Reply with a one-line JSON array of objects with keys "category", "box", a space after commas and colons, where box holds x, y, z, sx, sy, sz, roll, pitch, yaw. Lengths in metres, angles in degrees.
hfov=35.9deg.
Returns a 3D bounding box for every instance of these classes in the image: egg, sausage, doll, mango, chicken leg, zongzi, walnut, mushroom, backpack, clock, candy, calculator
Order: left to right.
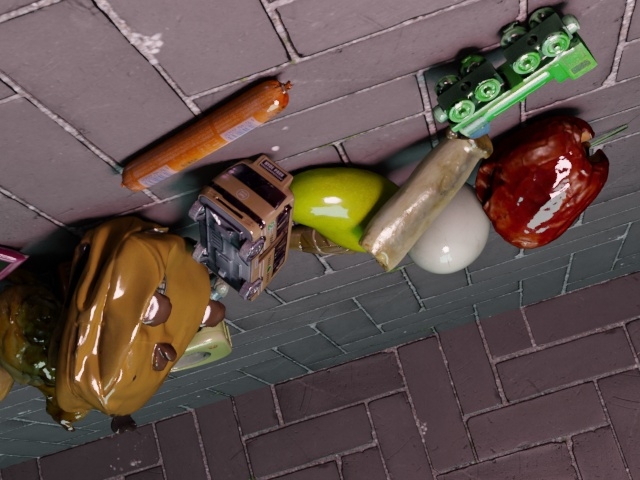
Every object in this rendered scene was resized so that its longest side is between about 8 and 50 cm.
[{"category": "calculator", "box": [-0.620, 0.038, 1.728, 0.191, 0.034, 0.127, 9, 151, -43]}, {"category": "chicken leg", "box": [-0.531, 0.243, 1.931, 0.153, 0.201, 0.429, -45, 153, -27]}, {"category": "backpack", "box": [-0.341, 0.150, 1.799, 0.201, 0.377, 0.353, 17, -179, 19]}, {"category": "clock", "box": [-0.393, 0.281, 2.598, 0.308, 0.096, 0.235, -15, 164, -4]}, {"category": "doll", "box": [-0.296, 0.133, 2.255, 0.214, 0.071, 0.103, -19, 162, 21]}, {"category": "sausage", "box": [-0.177, -0.154, 1.486, 0.348, 0.053, 0.053, -26, 161, 29]}, {"category": "zongzi", "box": [0.000, 0.000, 2.116, 0.176, 0.078, 0.160, -10, 166, 17]}, {"category": "mango", "box": [0.050, -0.064, 1.851, 0.293, 0.142, 0.175, 15, 148, -42]}, {"category": "mushroom", "box": [0.190, -0.088, 1.784, 0.312, 0.081, 0.100, -50, 125, 1]}, {"category": "egg", "box": [0.249, -0.027, 1.994, 0.183, 0.182, 0.264, -23, -163, 22]}, {"category": "walnut", "box": [0.436, -0.124, 1.922, 0.269, 0.221, 0.244, -37, -173, 32]}, {"category": "candy", "box": [0.550, -0.194, 2.056, 0.194, 0.058, 0.062, -27, -158, 8]}]

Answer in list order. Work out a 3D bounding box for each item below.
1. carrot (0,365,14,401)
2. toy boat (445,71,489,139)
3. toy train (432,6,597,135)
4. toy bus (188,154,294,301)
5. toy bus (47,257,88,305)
[{"category": "carrot", "box": [-0.757, 0.229, 1.887, 0.224, 0.224, 0.341, -28, 156, 35]}, {"category": "toy boat", "box": [0.244, -0.216, 1.646, 0.077, 0.075, 0.185, 0, 163, 9]}, {"category": "toy train", "box": [0.288, -0.246, 1.492, 0.251, 0.085, 0.119, -34, 139, 22]}, {"category": "toy bus", "box": [-0.129, -0.019, 1.735, 0.157, 0.139, 0.289, -47, 164, -23]}, {"category": "toy bus", "box": [-0.518, 0.137, 2.029, 0.093, 0.092, 0.409, -9, 162, -25]}]
